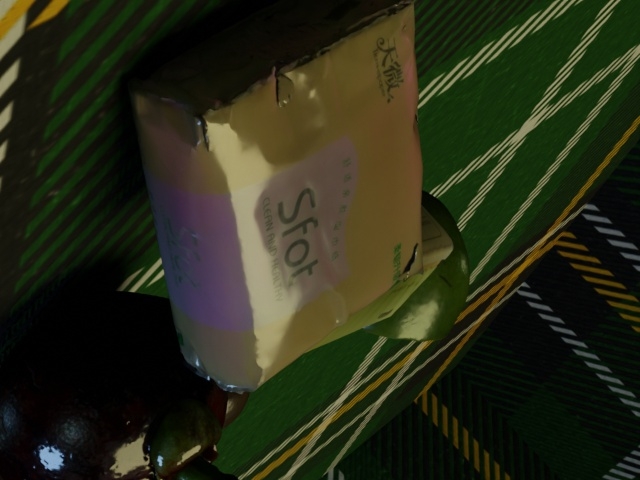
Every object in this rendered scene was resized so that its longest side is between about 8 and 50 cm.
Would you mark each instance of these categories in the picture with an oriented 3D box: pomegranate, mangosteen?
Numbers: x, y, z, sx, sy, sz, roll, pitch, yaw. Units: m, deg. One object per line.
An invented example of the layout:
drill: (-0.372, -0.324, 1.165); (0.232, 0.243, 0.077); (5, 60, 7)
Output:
pomegranate: (0.048, 0.012, 1.536); (0.190, 0.240, 0.159); (-111, -149, -81)
mangosteen: (-0.168, 0.153, 1.177); (0.216, 0.216, 0.216); (-40, 167, -11)

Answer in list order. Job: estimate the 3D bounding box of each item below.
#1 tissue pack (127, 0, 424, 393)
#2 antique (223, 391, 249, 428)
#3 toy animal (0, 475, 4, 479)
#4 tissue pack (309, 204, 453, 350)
tissue pack: (-0.026, -0.045, 1.029); (0.215, 0.123, 0.257); (-35, 136, -30)
antique: (-0.168, 0.188, 1.445); (0.257, 0.143, 0.121); (-50, 164, 18)
toy animal: (-0.343, 0.285, 1.215); (0.198, 0.171, 0.171); (-47, 168, -8)
tissue pack: (0.000, 0.000, 1.290); (0.125, 0.159, 0.234); (-49, 166, 22)
